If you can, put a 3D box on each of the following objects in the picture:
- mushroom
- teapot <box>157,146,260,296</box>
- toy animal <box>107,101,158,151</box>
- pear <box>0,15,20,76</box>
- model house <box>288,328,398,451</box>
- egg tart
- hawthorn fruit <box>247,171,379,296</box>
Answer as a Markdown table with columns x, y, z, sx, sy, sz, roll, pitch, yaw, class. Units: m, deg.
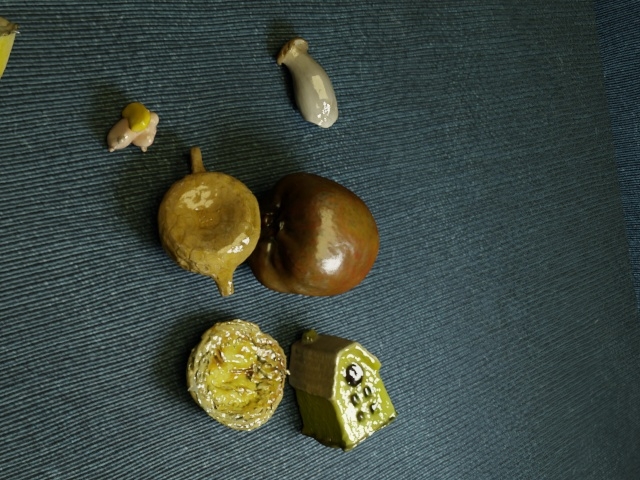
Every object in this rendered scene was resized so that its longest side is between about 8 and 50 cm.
| x | y | z | sx | sy | sz | roll | pitch | yaw | class |
| --- | --- | --- | --- | --- | --- | --- | --- | --- | --- |
| -0.027 | -0.358 | 1.622 | 0.097 | 0.088 | 0.213 | -28 | 101 | 0 | mushroom |
| -0.227 | -0.038 | 1.435 | 0.203 | 0.167 | 0.311 | -13 | 75 | -12 | teapot |
| -0.356 | -0.211 | 1.383 | 0.082 | 0.091 | 0.114 | 47 | 61 | -41 | toy animal |
| -0.630 | -0.283 | 1.138 | 0.266 | 0.267 | 0.178 | -5 | 116 | -36 | pear |
| 0.028 | 0.319 | 1.577 | 0.174 | 0.193 | 0.234 | -30 | 106 | -30 | model house |
| -0.184 | 0.283 | 1.488 | 0.252 | 0.098 | 0.232 | 2 | 81 | -40 | egg tart |
| 0.000 | 0.000 | 1.522 | 0.300 | 0.267 | 0.268 | 12 | 82 | -45 | hawthorn fruit |
